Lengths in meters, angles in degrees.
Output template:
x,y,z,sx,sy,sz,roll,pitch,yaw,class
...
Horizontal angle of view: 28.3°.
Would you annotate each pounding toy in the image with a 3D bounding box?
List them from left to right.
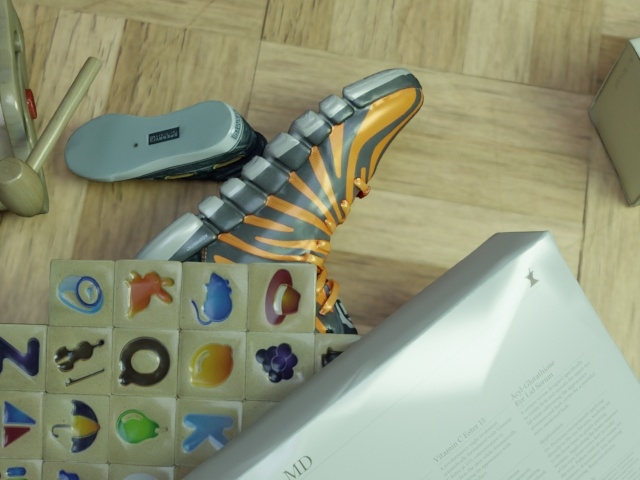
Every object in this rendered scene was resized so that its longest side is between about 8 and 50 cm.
x,y,z,sx,sy,sz,roll,pitch,yaw,class
-0.263,-0.108,1.135,0.154,0.154,0.270,-11,54,-6,pounding toy

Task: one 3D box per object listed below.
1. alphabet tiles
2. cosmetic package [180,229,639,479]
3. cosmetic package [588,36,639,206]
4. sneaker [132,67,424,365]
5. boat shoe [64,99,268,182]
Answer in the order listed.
x,y,z,sx,sy,sz,roll,pitch,yaw,class
-0.120,0.159,1.060,0.342,0.011,0.285,1,88,7,alphabet tiles
0.096,0.212,1.002,0.377,0.097,0.284,-36,104,-18,cosmetic package
0.424,-0.149,1.168,0.309,0.160,0.113,-17,73,-9,cosmetic package
0.000,0.000,1.130,0.321,0.124,0.180,-41,83,-3,sneaker
-0.141,-0.079,1.170,0.183,0.083,0.065,-6,70,23,boat shoe
